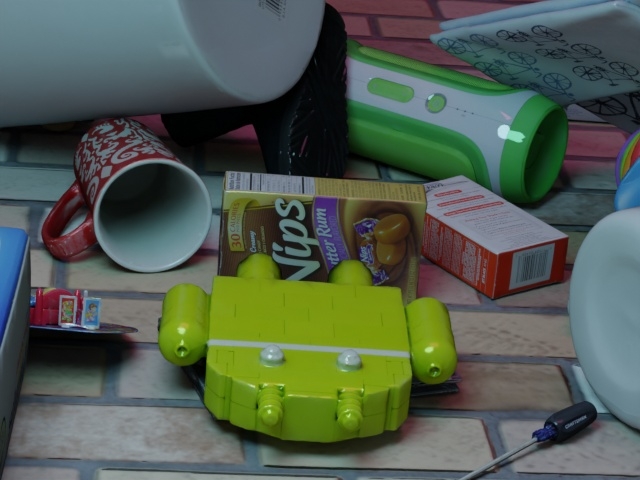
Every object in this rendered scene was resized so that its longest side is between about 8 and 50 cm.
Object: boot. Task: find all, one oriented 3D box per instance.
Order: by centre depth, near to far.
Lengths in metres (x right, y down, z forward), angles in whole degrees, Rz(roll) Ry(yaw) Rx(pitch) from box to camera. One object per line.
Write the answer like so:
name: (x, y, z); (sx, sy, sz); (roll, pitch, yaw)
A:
boot: (-0.075, -0.124, 1.996); (0.207, 0.246, 0.094); (-15, -29, 36)

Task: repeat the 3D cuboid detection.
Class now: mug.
mug: (-0.196, -0.052, 1.806); (0.150, 0.113, 0.169); (-1, 21, -18)

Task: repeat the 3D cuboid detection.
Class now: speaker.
speaker: (0.112, -0.132, 2.025); (0.296, 0.131, 0.131); (19, 27, 28)

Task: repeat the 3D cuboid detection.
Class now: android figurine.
android figurine: (-0.011, 0.086, 1.558); (0.248, 0.056, 0.273); (5, 24, -2)

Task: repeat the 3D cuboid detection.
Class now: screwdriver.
screwdriver: (0.164, 0.162, 1.502); (0.170, 0.025, 0.024); (-17, 32, -42)

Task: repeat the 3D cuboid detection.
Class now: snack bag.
snack bag: (0.330, -0.160, 1.923); (0.342, 0.037, 0.323); (25, -14, -29)

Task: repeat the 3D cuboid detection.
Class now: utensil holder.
utensil holder: (-0.232, -0.279, 1.903); (0.385, 0.327, 0.327); (-2, 18, 31)

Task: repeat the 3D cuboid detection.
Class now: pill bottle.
pill bottle: (0.396, 0.047, 1.603); (0.334, 0.188, 0.188); (-8, 27, -27)

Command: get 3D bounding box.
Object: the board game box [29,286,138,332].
board game box: (-0.237, 0.054, 1.588); (0.168, 0.033, 0.133); (5, 0, -1)

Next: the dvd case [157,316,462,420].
dvd case: (-0.012, 0.097, 1.618); (0.221, 0.018, 0.164); (-4, 26, -21)

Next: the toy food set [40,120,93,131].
toy food set: (-0.290, -0.146, 2.104); (0.082, 0.020, 0.083); (-16, 31, -40)

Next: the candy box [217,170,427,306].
candy box: (0.000, 0.000, 1.728); (0.186, 0.109, 0.053); (4, 24, -2)

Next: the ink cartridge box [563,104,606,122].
ink cartridge box: (0.336, -0.179, 2.275); (0.207, 0.046, 0.097); (3, 23, -4)

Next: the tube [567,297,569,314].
tube: (0.280, 0.034, 1.790); (0.080, 0.052, 0.207); (21, 21, 12)

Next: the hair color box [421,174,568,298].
hair color box: (0.153, -0.005, 1.840); (0.093, 0.053, 0.167); (-13, 31, -32)

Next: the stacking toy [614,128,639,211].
stacking toy: (0.366, -0.067, 1.923); (0.166, 0.175, 0.302); (41, 1, -9)

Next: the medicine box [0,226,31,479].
medicine box: (-0.371, 0.098, 1.383); (0.289, 0.149, 0.263); (3, 24, -4)
